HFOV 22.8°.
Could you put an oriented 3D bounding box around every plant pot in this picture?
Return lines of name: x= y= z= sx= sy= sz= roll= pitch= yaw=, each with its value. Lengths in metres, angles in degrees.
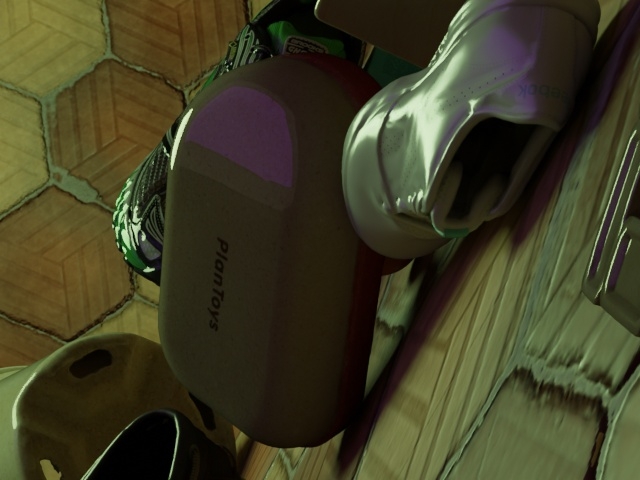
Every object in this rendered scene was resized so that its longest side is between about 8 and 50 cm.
plant pot: x=-0.244 y=0.241 z=1.599 sx=0.305 sy=0.334 sz=0.333 roll=-41 pitch=23 yaw=55

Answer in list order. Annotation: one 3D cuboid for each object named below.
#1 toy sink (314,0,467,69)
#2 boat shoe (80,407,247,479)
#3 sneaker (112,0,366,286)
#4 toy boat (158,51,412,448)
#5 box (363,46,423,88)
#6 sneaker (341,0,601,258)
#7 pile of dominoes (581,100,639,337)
toy sink: x=0.099 y=-0.232 z=0.935 sx=0.153 sy=0.131 sz=0.234 roll=120 pitch=173 yaw=-53
boat shoe: x=-0.156 y=0.236 z=0.909 sx=0.132 sy=0.130 sz=0.355 roll=-7 pitch=34 yaw=33
sneaker: x=-0.056 y=-0.091 z=1.229 sx=0.146 sy=0.134 sz=0.343 roll=119 pitch=174 yaw=-48
toy boat: x=0.000 y=0.000 z=0.942 sx=0.151 sy=0.151 sz=0.231 roll=-17 pitch=-54 yaw=-39
box: x=0.034 y=-0.056 z=1.262 sx=0.244 sy=0.060 sz=0.100 roll=-71 pitch=7 yaw=-56
sneaker: x=0.060 y=-0.032 z=0.746 sx=0.212 sy=0.080 sz=0.094 roll=122 pitch=159 yaw=-56
pile of dominoes: x=0.139 y=-0.084 z=0.399 sx=0.196 sy=0.040 sz=0.251 roll=-98 pitch=24 yaw=-82
